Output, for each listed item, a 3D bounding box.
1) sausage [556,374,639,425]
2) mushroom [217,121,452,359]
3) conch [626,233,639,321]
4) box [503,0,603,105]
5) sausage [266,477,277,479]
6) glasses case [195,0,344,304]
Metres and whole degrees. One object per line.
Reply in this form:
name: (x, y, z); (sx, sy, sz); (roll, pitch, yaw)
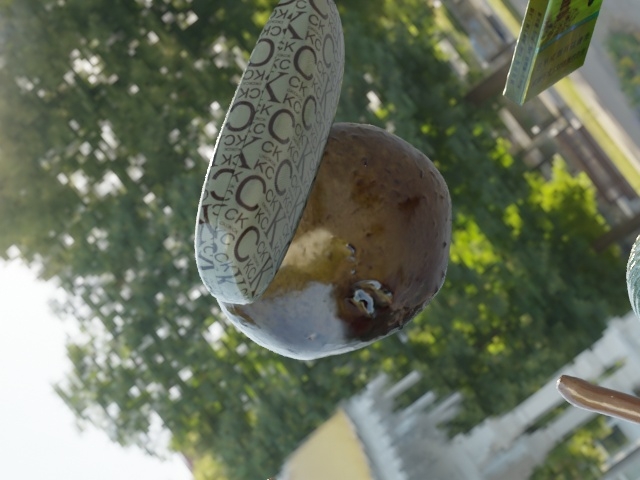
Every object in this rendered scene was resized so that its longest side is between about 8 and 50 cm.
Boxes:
sausage: (0.407, 0.223, 1.861); (0.186, 0.043, 0.043); (17, -179, 13)
mushroom: (0.020, -0.005, 1.877); (0.356, 0.331, 0.334); (-90, -20, -72)
conch: (0.396, 0.058, 1.416); (0.172, 0.200, 0.131); (-2, 162, 42)
box: (0.258, -0.246, 1.464); (0.030, 0.121, 0.193); (35, 138, 26)
sausage: (-0.085, 0.386, 2.030); (0.034, 0.083, 0.034); (34, -170, -7)
glasses case: (-0.047, -0.101, 1.415); (0.137, 0.085, 0.355); (69, -146, -55)
